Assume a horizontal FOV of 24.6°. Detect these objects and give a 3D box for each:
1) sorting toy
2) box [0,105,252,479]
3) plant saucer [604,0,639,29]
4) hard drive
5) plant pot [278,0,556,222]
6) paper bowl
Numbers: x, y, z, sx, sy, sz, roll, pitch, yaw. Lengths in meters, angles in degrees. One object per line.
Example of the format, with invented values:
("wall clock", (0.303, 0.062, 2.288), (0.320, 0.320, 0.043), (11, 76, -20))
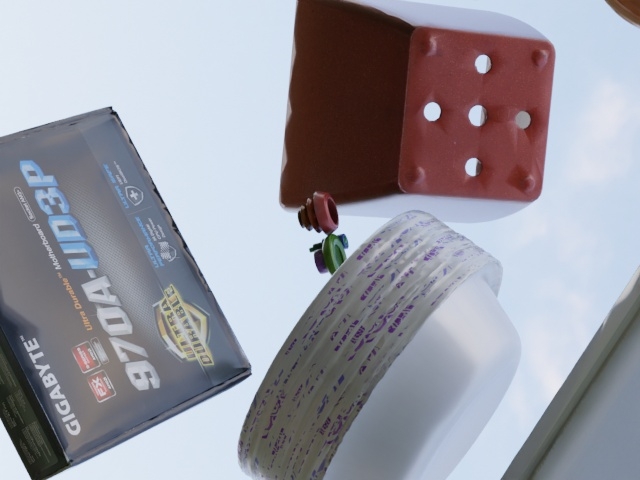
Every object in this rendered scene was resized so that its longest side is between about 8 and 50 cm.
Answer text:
("sorting toy", (0.000, 0.000, 1.547), (0.042, 0.061, 0.102), (-16, -112, 17))
("box", (-0.165, 0.030, 0.994), (0.051, 0.175, 0.220), (-32, -97, 43))
("plant saucer", (0.330, -0.257, 1.272), (0.200, 0.037, 0.200), (-5, -112, 12))
("hard drive", (0.307, 0.097, 1.058), (0.353, 0.233, 0.047), (-59, -159, 11))
("plant pot", (0.126, -0.147, 1.687), (0.236, 0.267, 0.267), (-164, -102, -67))
("paper bowl", (0.067, 0.127, 1.284), (0.148, 0.284, 0.284), (36, -60, 17))
